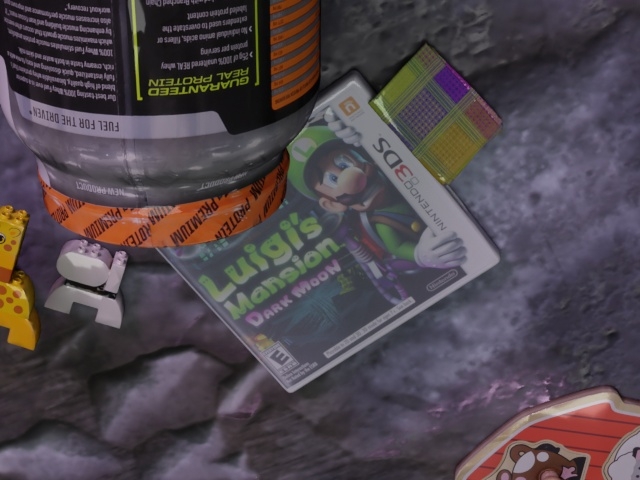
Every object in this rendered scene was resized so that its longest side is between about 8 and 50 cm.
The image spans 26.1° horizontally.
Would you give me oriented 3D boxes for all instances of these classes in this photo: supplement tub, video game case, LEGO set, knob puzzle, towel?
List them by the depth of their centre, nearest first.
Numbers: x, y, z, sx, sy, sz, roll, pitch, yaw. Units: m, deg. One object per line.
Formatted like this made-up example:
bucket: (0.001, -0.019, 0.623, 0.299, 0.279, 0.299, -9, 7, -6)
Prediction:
supplement tub: (-0.095, -0.168, 0.780, 0.193, 0.193, 0.316, 2, 117, 1)
towel: (0.077, -0.082, 0.913, 0.060, 0.009, 0.083, -47, 110, -2)
LEGO set: (-0.237, 0.003, 0.937, 0.227, 0.087, 0.093, 17, 118, -8)
video game case: (0.000, 0.000, 0.963, 0.190, 0.022, 0.173, -33, 112, 18)
knob puzzle: (0.199, 0.198, 1.057, 0.213, 0.030, 0.213, 1, 118, 2)
